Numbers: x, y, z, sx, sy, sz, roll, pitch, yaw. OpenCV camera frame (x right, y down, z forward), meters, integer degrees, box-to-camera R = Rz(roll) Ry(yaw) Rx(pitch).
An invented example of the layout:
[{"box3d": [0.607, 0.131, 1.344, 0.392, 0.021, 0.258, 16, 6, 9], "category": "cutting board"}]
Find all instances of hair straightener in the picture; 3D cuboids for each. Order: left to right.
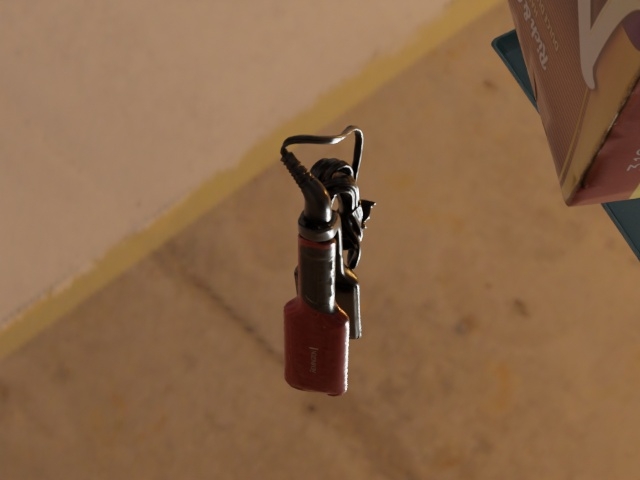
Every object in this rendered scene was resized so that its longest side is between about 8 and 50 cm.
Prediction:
[{"box3d": [0.000, 0.000, 1.118, 0.047, 0.230, 0.089, 9, -122, 12], "category": "hair straightener"}]

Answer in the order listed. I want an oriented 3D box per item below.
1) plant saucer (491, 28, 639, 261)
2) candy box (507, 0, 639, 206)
[{"box3d": [0.174, -0.062, 1.139, 0.067, 0.018, 0.192, -26, -121, -6], "category": "plant saucer"}, {"box3d": [0.065, -0.114, 0.432, 0.053, 0.109, 0.186, -8, -109, -9], "category": "candy box"}]
